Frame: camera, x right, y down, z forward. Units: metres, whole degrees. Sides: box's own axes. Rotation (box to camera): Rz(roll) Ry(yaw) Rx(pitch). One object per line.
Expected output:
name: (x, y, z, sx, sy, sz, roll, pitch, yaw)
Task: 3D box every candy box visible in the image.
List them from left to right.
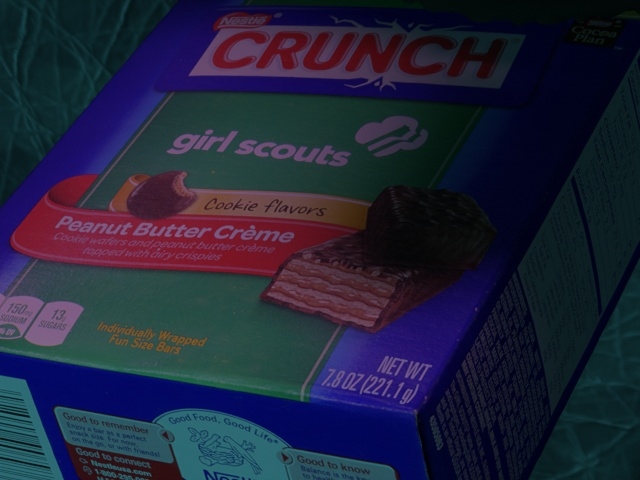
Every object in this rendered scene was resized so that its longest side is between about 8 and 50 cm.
candy box: (0.000, 0.000, 0.921, 0.268, 0.317, 0.122, 7, 130, 26)

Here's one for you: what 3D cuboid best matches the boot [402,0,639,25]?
boot: (0.166, -0.200, 0.689, 0.348, 0.131, 0.260, 1, 151, -25)
